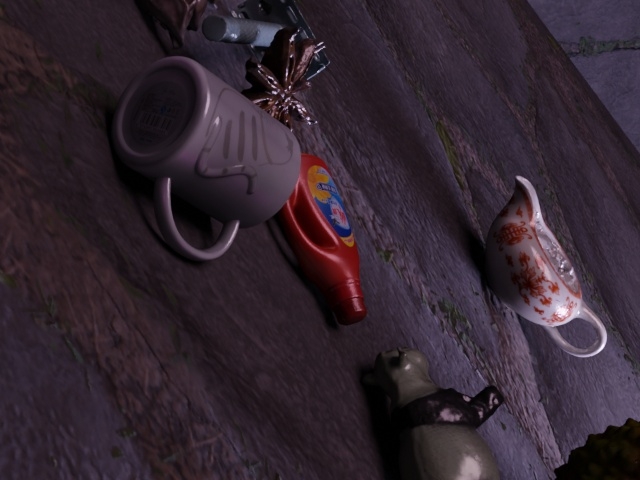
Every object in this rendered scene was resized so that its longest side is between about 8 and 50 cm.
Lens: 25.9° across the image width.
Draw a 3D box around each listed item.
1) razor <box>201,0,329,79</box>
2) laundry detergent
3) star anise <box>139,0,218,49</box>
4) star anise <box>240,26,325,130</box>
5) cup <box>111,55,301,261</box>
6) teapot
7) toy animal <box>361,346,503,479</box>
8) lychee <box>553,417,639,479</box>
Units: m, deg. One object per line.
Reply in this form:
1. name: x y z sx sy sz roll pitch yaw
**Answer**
1. razor: -0.064 -0.202 1.358 0.106 0.068 0.232 59 15 1
2. laundry detergent: 0.000 0.000 1.291 0.097 0.049 0.165 10 53 -54
3. star anise: -0.156 -0.273 1.280 0.182 0.065 0.195 53 24 -17
4. star anise: -0.045 -0.140 1.323 0.042 0.141 0.141 20 4 27
5. cup: -0.086 -0.062 1.109 0.133 0.099 0.136 34 32 -50
6. teapot: 0.280 0.045 1.783 0.245 0.116 0.159 54 9 -7
7. toy animal: 0.111 0.188 1.244 0.121 0.094 0.225 19 45 -47
8. lychee: 0.353 0.305 1.389 0.270 0.270 0.320 56 32 -8
